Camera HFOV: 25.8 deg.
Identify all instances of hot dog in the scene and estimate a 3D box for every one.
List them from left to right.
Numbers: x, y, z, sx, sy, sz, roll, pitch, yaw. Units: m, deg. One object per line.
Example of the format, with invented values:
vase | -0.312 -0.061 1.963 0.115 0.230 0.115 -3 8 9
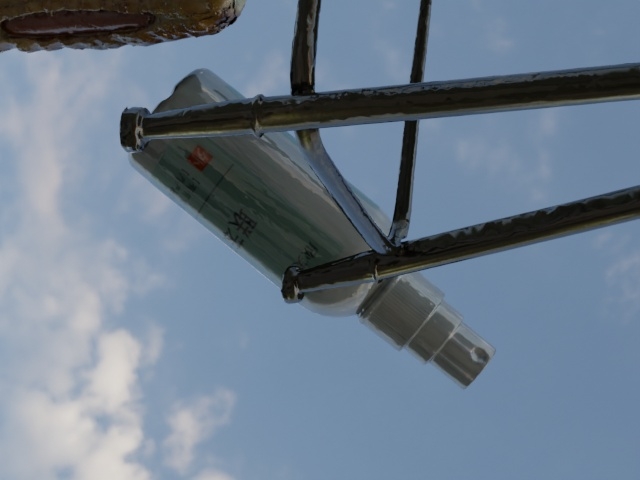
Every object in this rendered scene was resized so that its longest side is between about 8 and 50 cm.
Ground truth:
hot dog | -0.198 -0.198 1.196 0.289 0.083 0.068 -2 -56 19

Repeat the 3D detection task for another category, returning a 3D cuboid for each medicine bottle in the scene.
medicine bottle | 0.000 0.000 1.201 0.352 0.110 0.110 39 -65 2

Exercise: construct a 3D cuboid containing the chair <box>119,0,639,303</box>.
chair | 0.142 -0.170 0.963 0.410 0.362 0.364 1 -107 16
